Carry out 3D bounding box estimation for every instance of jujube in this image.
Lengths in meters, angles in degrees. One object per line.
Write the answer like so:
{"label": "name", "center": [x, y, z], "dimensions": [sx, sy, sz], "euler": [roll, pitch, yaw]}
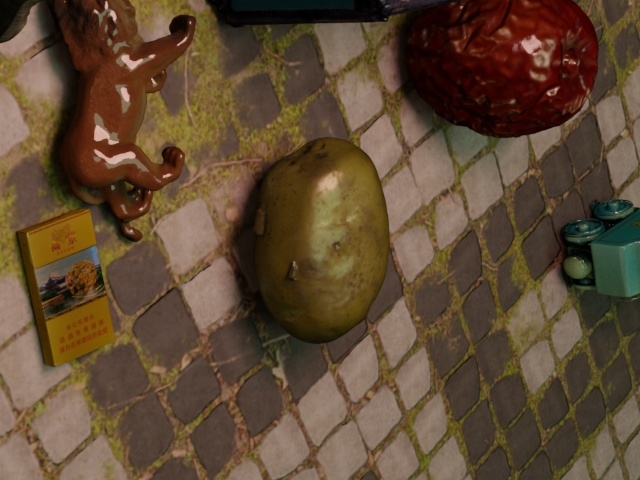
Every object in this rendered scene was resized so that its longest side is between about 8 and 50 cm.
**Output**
{"label": "jujube", "center": [0.234, -0.236, 1.870], "dimensions": [0.213, 0.232, 0.213], "euler": [-17, 113, -46]}

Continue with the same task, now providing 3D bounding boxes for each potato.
{"label": "potato", "center": [-0.001, 0.000, 1.725], "dimensions": [0.197, 0.148, 0.228], "euler": [-50, 131, -45]}

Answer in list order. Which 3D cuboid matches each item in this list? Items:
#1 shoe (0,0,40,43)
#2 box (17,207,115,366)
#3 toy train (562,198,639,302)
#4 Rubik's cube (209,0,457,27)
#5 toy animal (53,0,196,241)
{"label": "shoe", "center": [-0.271, -0.279, 1.364], "dimensions": [0.099, 0.227, 0.112], "euler": [43, 44, -21]}
{"label": "box", "center": [-0.273, 0.050, 1.542], "dimensions": [0.087, 0.023, 0.155], "euler": [-23, 113, -39]}
{"label": "toy train", "center": [0.477, 0.011, 2.215], "dimensions": [0.203, 0.163, 0.112], "euler": [-32, 117, -39]}
{"label": "Rubik's cube", "center": [0.059, -0.405, 1.599], "dimensions": [0.307, 0.305, 0.310], "euler": [-17, 109, -41]}
{"label": "toy animal", "center": [-0.225, -0.151, 1.520], "dimensions": [0.157, 0.097, 0.312], "euler": [4, 96, -36]}
